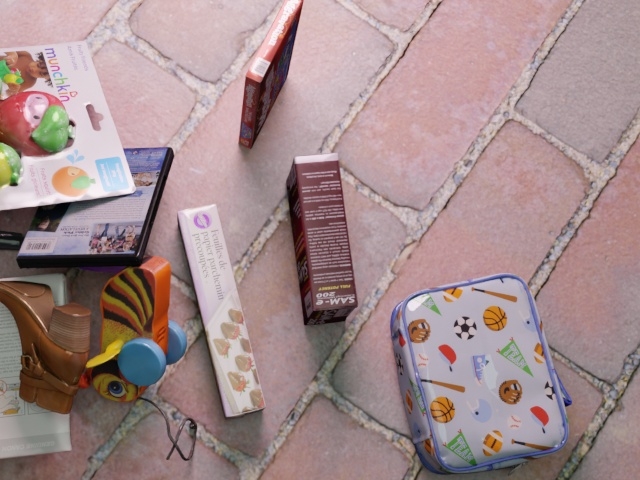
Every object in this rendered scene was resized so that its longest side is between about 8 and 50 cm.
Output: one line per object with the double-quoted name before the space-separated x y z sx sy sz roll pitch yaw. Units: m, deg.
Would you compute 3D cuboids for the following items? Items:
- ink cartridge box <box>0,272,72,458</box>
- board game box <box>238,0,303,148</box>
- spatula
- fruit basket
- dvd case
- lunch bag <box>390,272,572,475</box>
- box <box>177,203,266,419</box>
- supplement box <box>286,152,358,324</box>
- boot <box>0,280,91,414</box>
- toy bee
"ink cartridge box" -0.505 0.192 1.616 0.296 0.066 0.261 -6 76 -3
"board game box" -0.078 -0.247 1.684 0.027 0.281 0.145 26 75 1
"spatula" -0.431 0.003 1.704 0.296 0.030 0.084 3 78 -7
"fruit basket" -0.482 -0.177 1.649 0.353 0.165 0.327 -12 57 -17
"dvd case" -0.325 -0.052 1.646 0.180 0.022 0.253 -1 41 8
"lunch bag" 0.247 0.209 1.709 0.243 0.115 0.303 -10 77 -13
"box" -0.152 0.109 1.701 0.063 0.067 0.324 -13 79 -11
"supplement box" 0.000 0.000 1.714 0.073 0.130 0.239 -6 77 -9
"boot" -0.403 0.145 1.562 0.197 0.073 0.152 23 107 37
"toy bee" -0.285 0.172 1.620 0.162 0.195 0.298 0 87 17
